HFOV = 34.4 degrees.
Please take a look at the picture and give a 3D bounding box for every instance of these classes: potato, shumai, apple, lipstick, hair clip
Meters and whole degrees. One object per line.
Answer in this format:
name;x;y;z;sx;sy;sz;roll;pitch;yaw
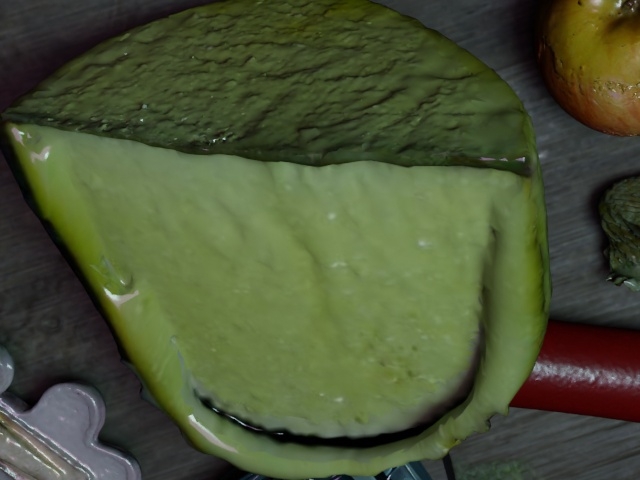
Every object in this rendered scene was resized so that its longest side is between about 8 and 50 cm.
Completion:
potato;0.000;0.000;0.712;0.330;0.213;0.280;5;125;17
shumai;0.257;-0.001;0.803;0.083;0.082;0.080;-2;140;7
apple;0.218;-0.145;0.720;0.146;0.146;0.146;-1;102;-6
lipstick;0.191;0.098;0.799;0.241;0.080;0.080;8;100;-9
hair clip;-0.254;0.129;0.764;0.257;0.075;0.146;38;98;-18

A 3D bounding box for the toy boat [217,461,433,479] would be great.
toy boat;-0.030;0.210;0.788;0.246;0.103;0.093;-32;106;4
